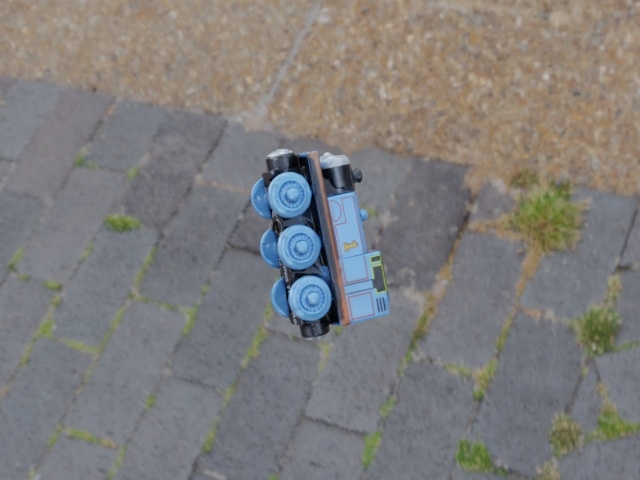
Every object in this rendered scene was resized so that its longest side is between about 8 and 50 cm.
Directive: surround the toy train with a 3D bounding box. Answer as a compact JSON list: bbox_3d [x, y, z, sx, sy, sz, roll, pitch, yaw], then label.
[{"bbox_3d":[0.000,0.000,1.000,0.105,0.080,0.184,-13,94,-21],"label":"toy train"}]
